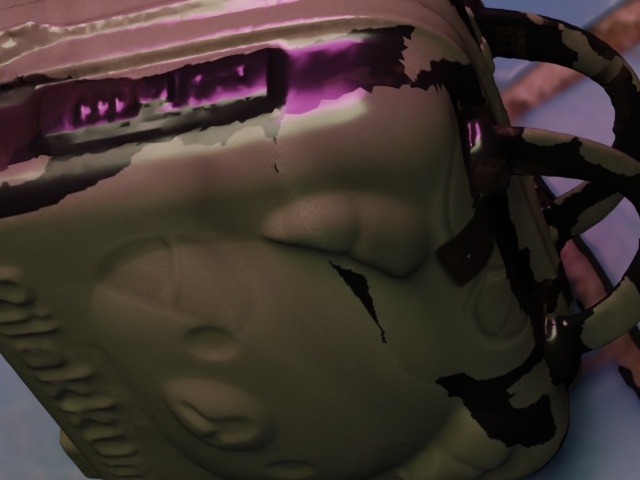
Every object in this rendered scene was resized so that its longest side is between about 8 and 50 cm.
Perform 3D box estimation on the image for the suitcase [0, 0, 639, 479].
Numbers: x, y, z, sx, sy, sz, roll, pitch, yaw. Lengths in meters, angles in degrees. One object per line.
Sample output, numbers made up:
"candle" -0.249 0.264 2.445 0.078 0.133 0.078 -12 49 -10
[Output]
"suitcase" 0.000 0.000 0.944 0.339 0.351 0.194 -11 53 13
